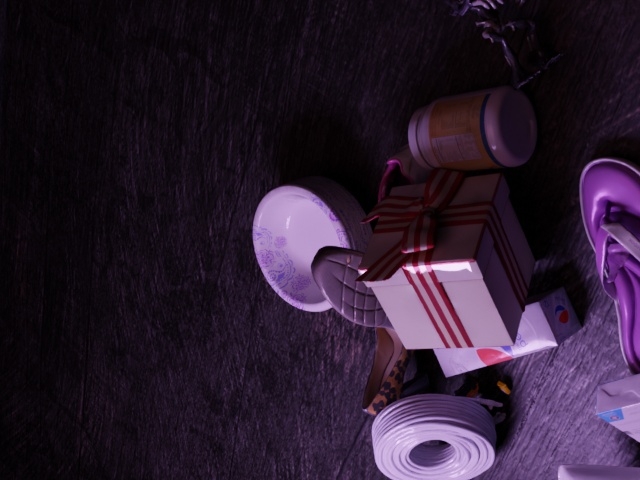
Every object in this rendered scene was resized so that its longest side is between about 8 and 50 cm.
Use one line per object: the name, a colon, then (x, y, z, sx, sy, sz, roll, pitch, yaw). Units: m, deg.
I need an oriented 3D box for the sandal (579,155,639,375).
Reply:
sandal: (0.535, 0.059, 1.602, 0.169, 0.102, 0.416, -15, 95, 46)

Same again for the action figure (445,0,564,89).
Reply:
action figure: (0.304, -0.401, 1.609, 0.275, 0.164, 0.141, 55, 155, 0)

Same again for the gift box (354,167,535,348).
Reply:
gift box: (0.210, 0.040, 1.712, 0.277, 0.255, 0.258, -9, 129, 27)

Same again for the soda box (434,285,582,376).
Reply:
soda box: (0.350, 0.179, 1.831, 0.286, 0.098, 0.091, -26, 88, 45)

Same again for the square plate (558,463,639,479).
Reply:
square plate: (0.602, 0.571, 1.670, 0.347, 0.049, 0.343, -4, 95, 24)

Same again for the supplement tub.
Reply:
supplement tub: (0.274, -0.197, 1.721, 0.200, 0.144, 0.144, -3, 104, 45)

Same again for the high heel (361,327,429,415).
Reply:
high heel: (0.126, 0.231, 2.000, 0.093, 0.186, 0.261, -17, 93, 49)

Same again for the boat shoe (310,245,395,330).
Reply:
boat shoe: (0.100, 0.099, 1.890, 0.132, 0.355, 0.130, -56, 39, 3)

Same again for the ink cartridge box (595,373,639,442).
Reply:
ink cartridge box: (0.578, 0.302, 1.650, 0.180, 0.060, 0.104, 32, 142, -25)

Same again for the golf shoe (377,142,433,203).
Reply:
golf shoe: (0.155, -0.064, 1.894, 0.115, 0.140, 0.306, 31, 127, 31)

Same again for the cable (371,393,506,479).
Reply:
cable: (0.233, 0.415, 1.952, 0.089, 0.257, 0.257, -88, 13, -46)

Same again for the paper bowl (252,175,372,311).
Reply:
paper bowl: (0.000, 0.000, 2.059, 0.284, 0.148, 0.284, 18, 118, 39)

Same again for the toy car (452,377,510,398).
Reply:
toy car: (0.330, 0.317, 1.937, 0.122, 0.060, 0.040, 0, 138, 51)
